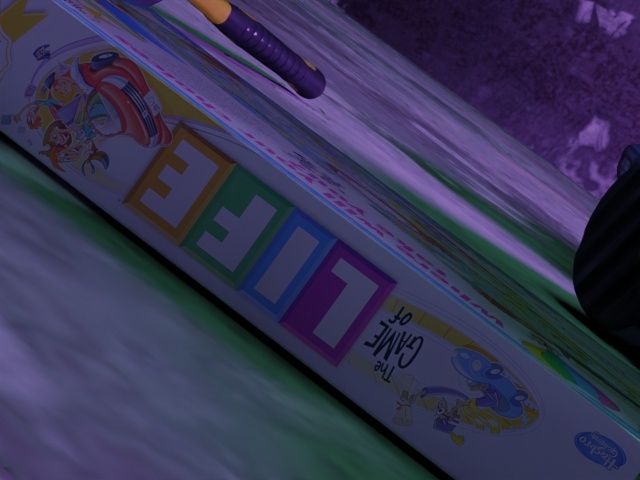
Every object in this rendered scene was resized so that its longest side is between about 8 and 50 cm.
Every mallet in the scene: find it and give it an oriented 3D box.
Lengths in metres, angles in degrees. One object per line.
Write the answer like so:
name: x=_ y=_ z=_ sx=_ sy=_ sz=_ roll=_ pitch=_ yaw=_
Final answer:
mallet: x=-0.040 y=-0.092 z=0.755 sx=0.062 sy=0.039 sz=0.190 roll=42 pitch=6 yaw=38

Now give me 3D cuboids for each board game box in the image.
board game box: x=0.000 y=0.000 z=0.376 sx=0.154 sy=0.026 sz=0.103 roll=37 pitch=7 yaw=10

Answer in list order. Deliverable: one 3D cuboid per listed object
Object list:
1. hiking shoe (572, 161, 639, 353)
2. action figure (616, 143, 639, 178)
hiking shoe: x=0.252 y=0.048 z=0.728 sx=0.304 sy=0.113 sz=0.132 roll=26 pitch=-6 yaw=36
action figure: x=0.315 y=0.041 z=1.007 sx=0.341 sy=0.178 sz=0.330 roll=12 pitch=11 yaw=5
